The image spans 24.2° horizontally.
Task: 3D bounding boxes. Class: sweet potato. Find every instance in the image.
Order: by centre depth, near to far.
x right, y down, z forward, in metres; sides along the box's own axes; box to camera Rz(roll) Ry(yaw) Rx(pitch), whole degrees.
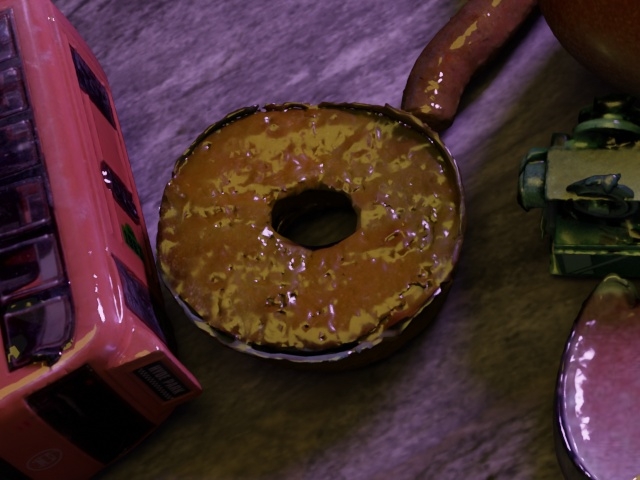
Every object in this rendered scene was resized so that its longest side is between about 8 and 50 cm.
[{"bbox_3d":[0.183,-0.266,1.389,0.109,0.109,0.385,22,84,25],"label":"sweet potato"}]

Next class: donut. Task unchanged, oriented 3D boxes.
[{"bbox_3d":[0.000,0.000,1.310,0.272,0.107,0.272,-5,66,11],"label":"donut"}]

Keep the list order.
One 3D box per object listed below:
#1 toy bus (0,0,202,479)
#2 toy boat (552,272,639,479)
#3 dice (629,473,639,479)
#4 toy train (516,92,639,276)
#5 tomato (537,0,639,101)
[{"bbox_3d":[-0.267,0.002,1.327,0.233,0.203,0.427,-22,59,7],"label":"toy bus"},{"bbox_3d":[0.265,0.131,1.183,0.155,0.085,0.227,2,53,21],"label":"toy boat"},{"bbox_3d":[0.281,0.258,1.017,0.169,0.169,0.166,-17,33,-20],"label":"dice"},{"bbox_3d":[0.297,-0.041,1.201,0.269,0.154,0.115,0,72,17],"label":"toy train"},{"bbox_3d":[0.333,-0.234,1.219,0.303,0.303,0.239,-32,83,-1],"label":"tomato"}]
